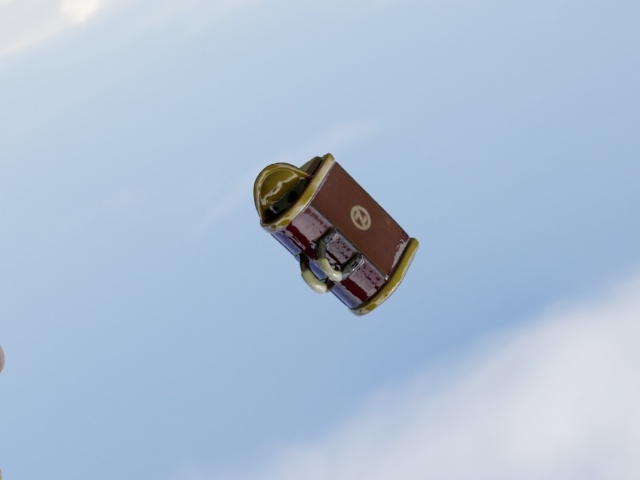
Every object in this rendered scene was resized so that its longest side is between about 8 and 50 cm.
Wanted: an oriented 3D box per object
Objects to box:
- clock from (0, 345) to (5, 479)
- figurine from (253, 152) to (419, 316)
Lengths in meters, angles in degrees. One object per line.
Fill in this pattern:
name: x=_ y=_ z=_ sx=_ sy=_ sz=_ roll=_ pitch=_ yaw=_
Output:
clock: x=-0.433 y=0.177 z=1.141 sx=0.376 sy=0.250 sz=0.368 roll=-37 pitch=-137 yaw=31
figurine: x=0.000 y=-0.001 z=1.340 sx=0.082 sy=0.154 sz=0.098 roll=-36 pitch=-160 yaw=33
